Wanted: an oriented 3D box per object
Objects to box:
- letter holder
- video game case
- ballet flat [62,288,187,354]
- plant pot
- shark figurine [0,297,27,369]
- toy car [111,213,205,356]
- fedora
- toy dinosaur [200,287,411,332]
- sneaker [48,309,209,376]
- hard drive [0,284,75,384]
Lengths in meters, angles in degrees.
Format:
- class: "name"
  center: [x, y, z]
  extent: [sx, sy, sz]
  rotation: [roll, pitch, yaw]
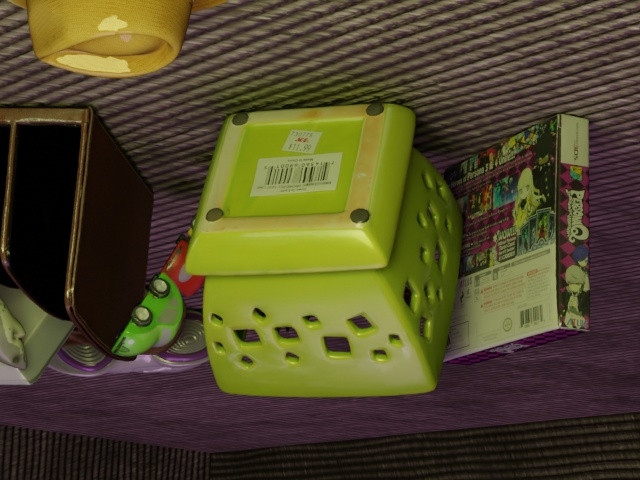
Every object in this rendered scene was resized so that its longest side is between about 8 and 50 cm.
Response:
- class: "letter holder"
  center: [-0.282, 0.008, 1.709]
  extent: [0.152, 0.214, 0.302]
  rotation: [1, 166, 6]
- class: "video game case"
  center: [0.190, 0.005, 1.640]
  extent: [0.042, 0.210, 0.232]
  rotation: [8, 164, -23]
- class: "ballet flat"
  center: [-0.336, 0.095, 2.323]
  extent: [0.342, 0.116, 0.124]
  rotation: [11, 144, -32]
- class: "plant pot"
  center: [0.000, 0.000, 1.575]
  extent: [0.228, 0.227, 0.207]
  rotation: [-2, 138, 17]
- class: "shark figurine"
  center: [-0.427, 0.021, 1.769]
  extent: [0.116, 0.278, 0.166]
  rotation: [-33, 156, -4]
- class: "toy car"
  center: [-0.149, 0.044, 1.739]
  extent: [0.053, 0.225, 0.239]
  rotation: [33, 140, -5]
- class: "fedora"
  center: [-0.160, -0.173, 1.243]
  extent: [0.194, 0.079, 0.194]
  rotation: [3, 166, 1]
- class: "toy dinosaur"
  center: [-0.008, 0.027, 1.897]
  extent: [0.218, 0.164, 0.322]
  rotation: [7, 166, -43]
- class: "sneaker"
  center: [-0.312, 0.168, 2.564]
  extent: [0.305, 0.114, 0.152]
  rotation: [4, 165, -8]
- class: "hard drive"
  center: [-0.422, 0.078, 1.979]
  extent: [0.353, 0.233, 0.047]
  rotation: [-4, 130, 36]
